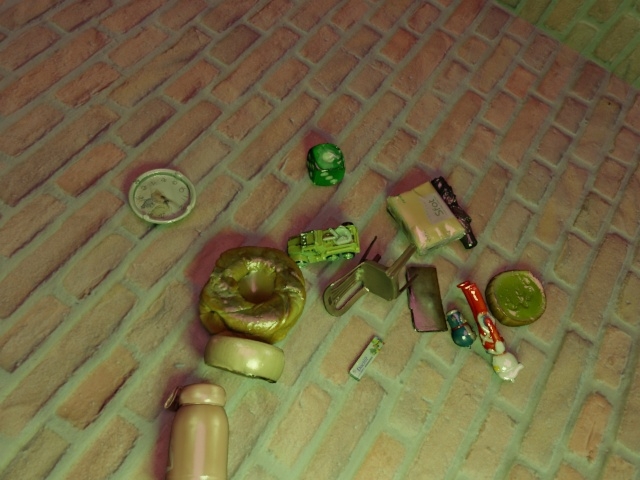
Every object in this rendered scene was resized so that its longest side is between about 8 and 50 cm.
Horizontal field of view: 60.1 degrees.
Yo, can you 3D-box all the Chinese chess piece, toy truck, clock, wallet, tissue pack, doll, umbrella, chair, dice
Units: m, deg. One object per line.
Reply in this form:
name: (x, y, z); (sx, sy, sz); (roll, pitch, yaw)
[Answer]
Chinese chess piece: (-0.232, 0.363, 1.694); (0.249, 0.250, 0.103); (15, 72, -5)
toy truck: (-0.002, 0.002, 1.955); (0.259, 0.135, 0.129); (-13, 63, 19)
clock: (-0.567, -0.154, 1.991); (0.236, 0.053, 0.237); (6, 60, -11)
wallet: (0.385, 0.213, 2.039); (0.137, 0.031, 0.256); (2, 63, -12)
tissue pack: (0.399, -0.082, 2.131); (0.214, 0.123, 0.257); (-24, 67, -16)
doll: (0.596, 0.324, 1.954); (0.099, 0.188, 0.384); (-28, 84, 5)
umbrella: (0.531, -0.111, 2.204); (0.090, 0.094, 0.326); (-22, 69, -7)
chair: (0.179, 0.145, 1.929); (0.183, 0.176, 0.326); (22, 54, 33)
doll: (0.501, 0.317, 1.975); (0.085, 0.114, 0.152); (-28, 78, 16)
dice: (0.020, -0.294, 2.161); (0.128, 0.120, 0.131); (-9, 64, -15)

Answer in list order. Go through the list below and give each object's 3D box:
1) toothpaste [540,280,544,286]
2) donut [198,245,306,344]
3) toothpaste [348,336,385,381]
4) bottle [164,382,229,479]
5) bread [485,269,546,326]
toothpaste: (0.855, 0.193, 2.168); (0.024, 0.015, 0.083); (34, 67, 5)
donut: (-0.227, 0.182, 1.832); (0.359, 0.170, 0.361); (6, 52, -8)
toothpaste: (0.160, 0.403, 1.888); (0.046, 0.034, 0.164); (36, 61, 10)
bottle: (-0.367, 0.568, 1.612); (0.206, 0.173, 0.297); (-11, 62, 19)
bread: (0.741, 0.214, 2.096); (0.235, 0.070, 0.236); (4, 64, -8)
